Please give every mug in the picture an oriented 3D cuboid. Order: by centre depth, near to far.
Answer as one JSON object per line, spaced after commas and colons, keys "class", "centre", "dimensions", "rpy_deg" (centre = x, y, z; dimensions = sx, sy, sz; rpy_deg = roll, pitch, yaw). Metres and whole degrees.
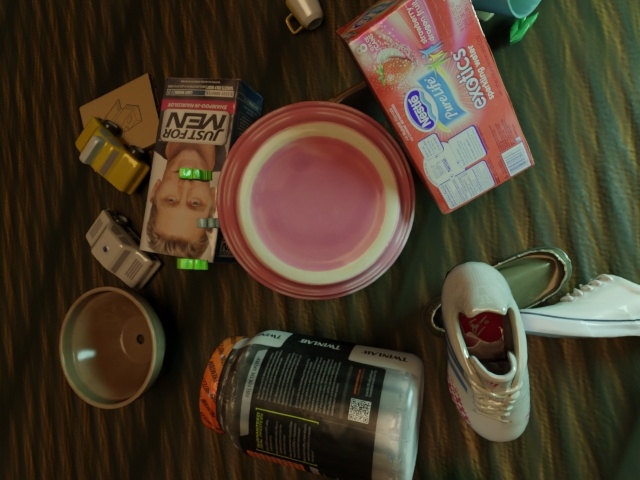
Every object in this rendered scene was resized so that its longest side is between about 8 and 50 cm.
{"class": "mug", "centre": [-0.028, -0.448, 0.833], "dimensions": [0.062, 0.078, 0.064], "rpy_deg": [-28, 87, -19]}

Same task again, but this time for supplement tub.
{"class": "supplement tub", "centre": [-0.010, 0.264, 0.698], "dimensions": [0.338, 0.207, 0.207], "rpy_deg": [6, 89, 17]}

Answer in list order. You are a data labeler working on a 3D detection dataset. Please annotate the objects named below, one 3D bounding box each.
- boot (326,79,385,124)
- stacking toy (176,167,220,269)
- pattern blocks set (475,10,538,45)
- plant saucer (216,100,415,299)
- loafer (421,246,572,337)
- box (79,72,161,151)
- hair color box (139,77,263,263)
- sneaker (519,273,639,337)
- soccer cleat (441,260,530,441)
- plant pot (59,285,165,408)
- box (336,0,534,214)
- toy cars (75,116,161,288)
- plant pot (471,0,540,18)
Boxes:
{"class": "boot", "centre": [0.006, -0.227, 0.783], "dimensions": [0.305, 0.112, 0.115], "rpy_deg": [-32, 54, 7]}
{"class": "stacking toy", "centre": [-0.163, -0.032, 0.764], "dimensions": [0.052, 0.221, 0.167], "rpy_deg": [0, 88, 40]}
{"class": "pattern blocks set", "centre": [0.261, -0.484, 0.752], "dimensions": [0.285, 0.026, 0.325], "rpy_deg": [-45, 75, 11]}
{"class": "plant saucer", "centre": [-0.004, -0.058, 0.687], "dimensions": [0.332, 0.084, 0.332], "rpy_deg": [0, 98, -3]}
{"class": "loafer", "centre": [0.281, 0.092, 0.678], "dimensions": [0.251, 0.087, 0.094], "rpy_deg": [-32, 78, 13]}
{"class": "box", "centre": [-0.451, -0.266, 0.968], "dimensions": [0.201, 0.021, 0.164], "rpy_deg": [-19, 81, 15]}
{"class": "hair color box", "centre": [-0.235, -0.136, 0.848], "dimensions": [0.174, 0.105, 0.347], "rpy_deg": [8, 90, 18]}
{"class": "sneaker", "centre": [0.412, 0.099, 0.634], "dimensions": [0.258, 0.094, 0.091], "rpy_deg": [-2, 76, 1]}
{"class": "soccer cleat", "centre": [0.237, 0.192, 0.605], "dimensions": [0.116, 0.143, 0.331], "rpy_deg": [-14, 111, 13]}
{"class": "plant pot", "centre": [-0.406, 0.211, 0.878], "dimensions": [0.237, 0.110, 0.237], "rpy_deg": [-1, 87, 18]}
{"class": "box", "centre": [0.167, -0.210, 0.624], "dimensions": [0.154, 0.142, 0.300], "rpy_deg": [-32, 119, 14]}
{"class": "toy cars", "centre": [-0.454, -0.085, 0.910], "dimensions": [0.176, 0.087, 0.393], "rpy_deg": [-8, 89, 18]}
{"class": "plant pot", "centre": [0.213, -0.494, 0.614], "dimensions": [0.235, 0.293, 0.293], "rpy_deg": [24, 94, 31]}
